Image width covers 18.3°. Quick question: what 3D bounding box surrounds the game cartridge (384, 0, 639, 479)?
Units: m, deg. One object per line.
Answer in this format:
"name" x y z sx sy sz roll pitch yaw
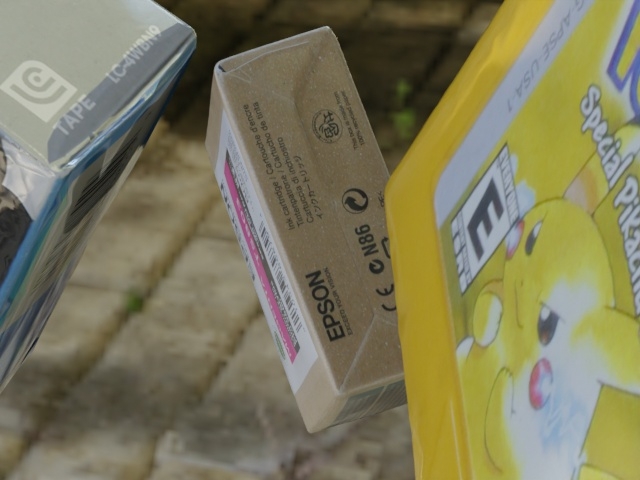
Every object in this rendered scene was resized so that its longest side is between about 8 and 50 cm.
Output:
"game cartridge" 0.107 -0.002 0.554 0.324 0.052 0.285 119 153 -48

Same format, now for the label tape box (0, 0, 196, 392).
"label tape box" -0.253 -0.083 0.831 0.115 0.347 0.249 -56 0 -41

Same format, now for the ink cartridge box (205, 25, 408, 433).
"ink cartridge box" 0.000 0.000 1.337 0.193 0.088 0.235 114 136 -75
